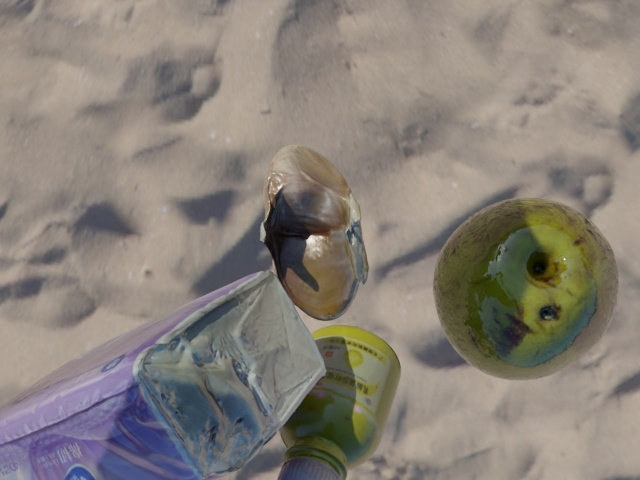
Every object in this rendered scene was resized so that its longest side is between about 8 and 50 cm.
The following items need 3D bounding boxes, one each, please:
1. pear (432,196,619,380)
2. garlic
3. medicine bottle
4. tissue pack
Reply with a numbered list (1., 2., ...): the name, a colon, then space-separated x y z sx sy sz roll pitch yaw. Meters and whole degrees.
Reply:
1. pear: 0.296 0.065 1.844 0.283 0.283 0.283 -2 111 -4
2. garlic: -0.010 -0.003 1.258 0.099 0.124 0.174 -7 112 -3
3. medicine bottle: 0.010 0.207 1.447 0.122 0.212 0.122 11 136 11
4. tissue pack: -0.185 0.181 1.375 0.338 0.242 0.160 -25 98 40
